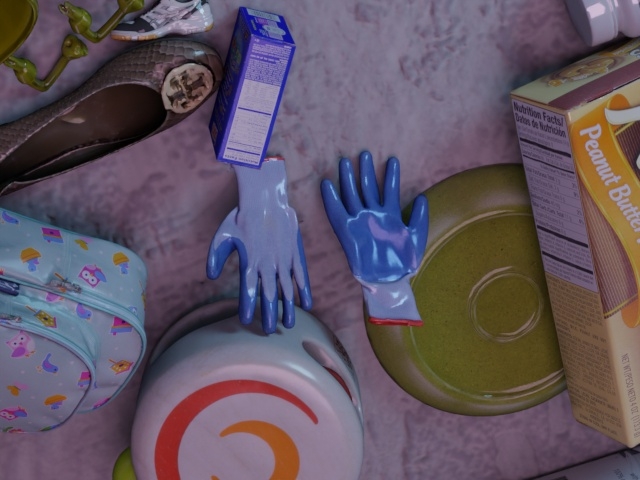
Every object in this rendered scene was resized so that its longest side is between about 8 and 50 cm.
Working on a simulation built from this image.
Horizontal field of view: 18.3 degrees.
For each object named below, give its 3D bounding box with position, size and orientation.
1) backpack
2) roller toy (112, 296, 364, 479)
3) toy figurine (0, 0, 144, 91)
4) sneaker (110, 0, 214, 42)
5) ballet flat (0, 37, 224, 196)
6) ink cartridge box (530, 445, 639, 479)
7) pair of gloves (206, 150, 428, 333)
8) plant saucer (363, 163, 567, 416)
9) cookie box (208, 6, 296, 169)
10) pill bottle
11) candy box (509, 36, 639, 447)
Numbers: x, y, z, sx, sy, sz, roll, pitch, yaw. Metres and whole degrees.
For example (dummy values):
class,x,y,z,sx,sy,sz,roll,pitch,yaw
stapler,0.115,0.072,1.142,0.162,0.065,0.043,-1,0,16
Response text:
class,x,y,z,sx,sy,sz,roll,pitch,yaw
backpack,-0.232,0.068,1.589,0.188,0.144,0.166,10,136,-25
roller toy,-0.057,0.151,1.662,0.209,0.146,0.191,13,110,-5
toy figurine,-0.201,-0.295,1.479,0.362,0.217,0.191,-38,161,32
sneaker,-0.128,-0.179,1.584,0.083,0.032,0.037,-10,97,-10
ballet flat,-0.191,-0.088,1.578,0.250,0.058,0.084,-22,130,-1
ink cartridge box,0.284,0.281,1.756,0.273,0.198,0.115,-17,114,-4
pair of gloves,0.000,0.000,1.628,0.198,0.023,0.159,1,66,-18
plant saucer,0.158,0.052,1.728,0.241,0.037,0.241,-4,112,-10
cookie box,-0.056,-0.122,1.585,0.040,0.092,0.107,12,109,-13
pill bottle,0.272,-0.213,1.625,0.137,0.078,0.078,-21,114,-3
candy box,0.281,-0.007,1.675,0.183,0.087,0.316,-25,115,-24
